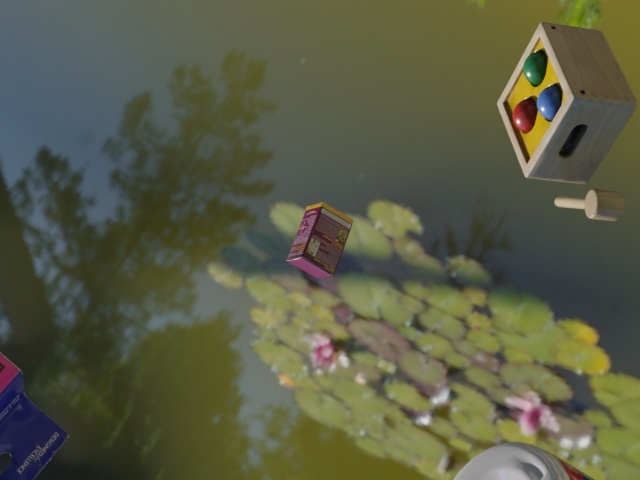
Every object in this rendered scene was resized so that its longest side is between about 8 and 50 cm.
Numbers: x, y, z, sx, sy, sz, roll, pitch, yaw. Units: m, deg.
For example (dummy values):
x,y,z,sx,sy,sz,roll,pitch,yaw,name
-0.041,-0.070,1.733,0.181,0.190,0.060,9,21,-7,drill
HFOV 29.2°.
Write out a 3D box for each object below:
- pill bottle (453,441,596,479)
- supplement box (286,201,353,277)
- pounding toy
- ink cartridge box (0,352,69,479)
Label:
x,y,z,sx,sy,sz,roll,pitch,yaw,name
0.202,0.248,0.937,0.221,0.124,0.124,32,153,-34,pill bottle
0.000,0.000,1.602,0.055,0.083,0.043,31,158,-25,supplement box
0.270,-0.108,1.386,0.094,0.206,0.181,5,137,-20,pounding toy
-0.406,0.119,1.100,0.371,0.176,0.069,46,149,-15,ink cartridge box
